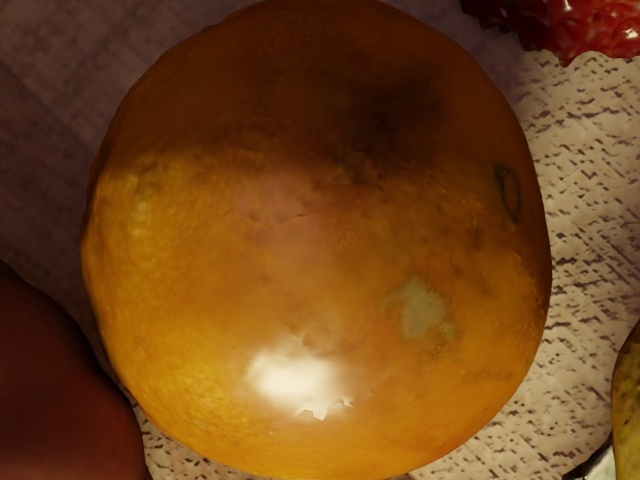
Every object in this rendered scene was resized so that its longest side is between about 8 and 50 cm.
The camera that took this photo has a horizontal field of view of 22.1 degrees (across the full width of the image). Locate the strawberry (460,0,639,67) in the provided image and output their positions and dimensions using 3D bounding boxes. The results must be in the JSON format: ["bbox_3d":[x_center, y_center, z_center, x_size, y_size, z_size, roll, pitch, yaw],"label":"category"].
[{"bbox_3d":[0.157,-0.214,0.889,0.234,0.178,0.234,0,92,8],"label":"strawberry"}]

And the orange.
[{"bbox_3d":[0.000,0.000,0.862,0.261,0.261,0.261,-1,86,11],"label":"orange"}]

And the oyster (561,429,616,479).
[{"bbox_3d":[0.227,0.170,0.896,0.223,0.083,0.214,7,96,-6],"label":"oyster"}]

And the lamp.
[{"bbox_3d":[-0.224,0.148,0.876,0.240,0.305,0.305,-29,79,-31],"label":"lamp"}]

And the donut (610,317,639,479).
[{"bbox_3d":[0.288,0.123,0.814,0.303,0.110,0.303,0,92,-12],"label":"donut"}]
